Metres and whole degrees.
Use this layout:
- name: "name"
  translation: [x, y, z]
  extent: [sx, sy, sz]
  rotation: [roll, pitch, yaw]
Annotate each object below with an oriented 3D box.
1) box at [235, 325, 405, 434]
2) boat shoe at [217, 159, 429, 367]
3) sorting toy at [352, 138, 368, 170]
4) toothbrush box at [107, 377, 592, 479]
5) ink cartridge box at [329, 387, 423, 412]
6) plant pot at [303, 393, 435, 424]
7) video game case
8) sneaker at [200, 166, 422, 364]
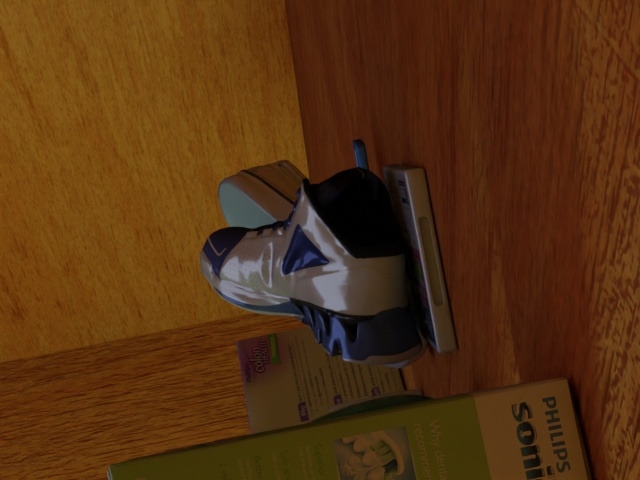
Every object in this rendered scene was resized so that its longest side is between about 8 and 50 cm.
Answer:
- name: "box"
  translation: [0.006, 0.244, 2.097]
  extent: [0.213, 0.243, 0.117]
  rotation: [-105, 5, -49]
- name: "boat shoe"
  translation: [0.038, 0.009, 1.664]
  extent: [0.367, 0.156, 0.136]
  rotation: [39, 145, 38]
- name: "sorting toy"
  translation: [0.067, 0.025, 1.979]
  extent: [0.196, 0.047, 0.347]
  rotation: [-106, 5, -63]
- name: "toothbrush box"
  translation: [0.021, 0.175, 0.887]
  extent: [0.206, 0.283, 0.122]
  rotation: [98, 160, -82]
- name: "ink cartridge box"
  translation: [0.090, 0.300, 1.741]
  extent: [0.128, 0.127, 0.176]
  rotation: [-109, 9, -76]
- name: "plant pot"
  translation: [0.061, 0.324, 1.227]
  extent: [0.271, 0.272, 0.255]
  rotation: [82, 161, -56]
- name: "video game case"
  translation: [0.101, 0.013, 1.401]
  extent: [0.201, 0.023, 0.183]
  rotation: [-134, 33, -84]
- name: "sneaker"
  translation: [0.001, 0.000, 1.467]
  extent: [0.315, 0.127, 0.182]
  rotation: [22, 115, 49]
